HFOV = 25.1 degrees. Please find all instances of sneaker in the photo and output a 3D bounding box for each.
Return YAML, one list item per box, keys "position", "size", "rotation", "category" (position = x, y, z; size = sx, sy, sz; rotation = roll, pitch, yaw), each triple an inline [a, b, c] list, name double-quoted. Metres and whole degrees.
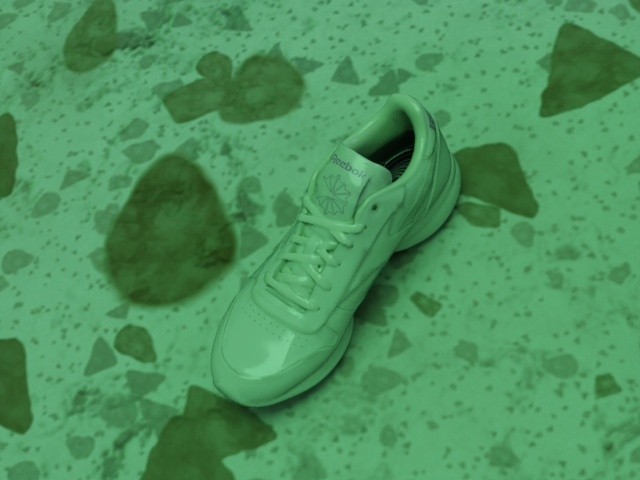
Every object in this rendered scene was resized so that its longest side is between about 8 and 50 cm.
- position: [0.000, 0.000, 1.223]
  size: [0.114, 0.152, 0.305]
  rotation: [29, 71, 26]
  category: "sneaker"
